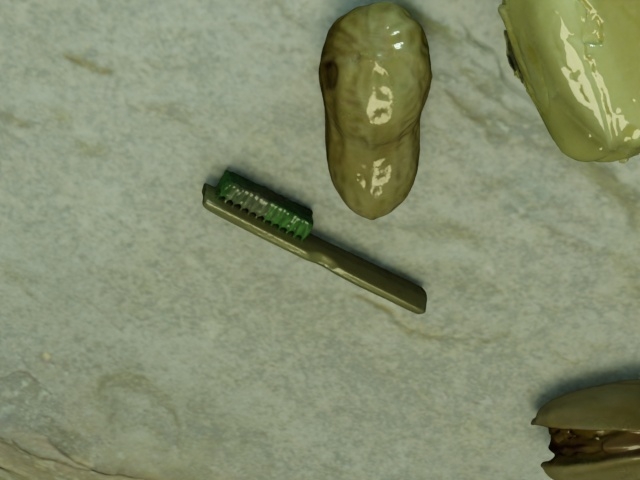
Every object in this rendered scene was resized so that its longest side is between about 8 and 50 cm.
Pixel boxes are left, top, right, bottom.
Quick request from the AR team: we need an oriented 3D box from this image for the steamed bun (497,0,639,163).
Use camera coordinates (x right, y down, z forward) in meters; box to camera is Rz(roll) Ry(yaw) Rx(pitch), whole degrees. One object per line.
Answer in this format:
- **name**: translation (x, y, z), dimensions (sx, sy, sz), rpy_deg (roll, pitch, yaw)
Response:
- **steamed bun**: translation (0.291, -0.213, 1.339), dimensions (0.273, 0.166, 0.232), rpy_deg (-33, 101, -8)

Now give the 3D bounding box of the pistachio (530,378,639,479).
- **pistachio**: translation (0.352, 0.229, 1.736), dimensions (0.206, 0.131, 0.129), rpy_deg (-8, 85, 25)

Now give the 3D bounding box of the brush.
- **brush**: translation (0.000, 0.000, 1.625), dimensions (0.282, 0.054, 0.048), rpy_deg (28, 114, -16)

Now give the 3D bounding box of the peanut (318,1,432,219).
- **peanut**: translation (0.053, -0.123, 1.477), dimensions (0.110, 0.120, 0.236), rpy_deg (-20, 128, -29)
